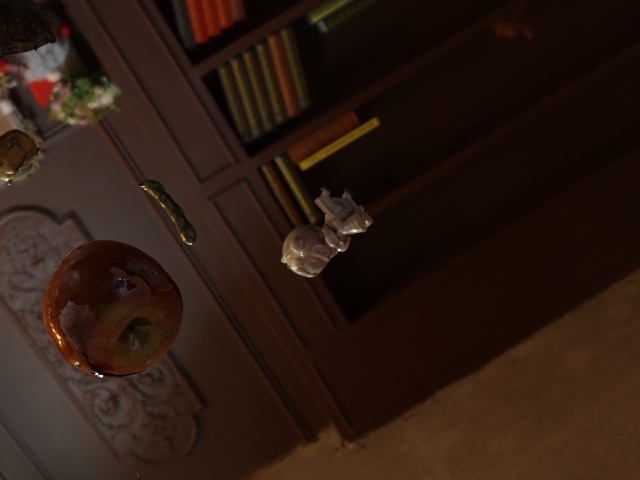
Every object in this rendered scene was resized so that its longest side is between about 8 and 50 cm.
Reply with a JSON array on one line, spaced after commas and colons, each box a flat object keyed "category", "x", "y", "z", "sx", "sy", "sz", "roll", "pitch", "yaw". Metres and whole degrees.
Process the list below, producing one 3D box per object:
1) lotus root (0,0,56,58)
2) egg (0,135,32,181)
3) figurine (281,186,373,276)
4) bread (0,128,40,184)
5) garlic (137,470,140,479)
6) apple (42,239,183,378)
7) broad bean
[{"category": "lotus root", "x": -0.560, "y": -0.394, "z": 1.450, "sx": 0.167, "sy": 0.078, "sz": 0.329, "roll": -21, "pitch": -146, "yaw": -21}, {"category": "egg", "x": -0.817, "y": -0.210, "z": 2.136, "sx": 0.114, "sy": 0.152, "sz": 0.114, "roll": -24, "pitch": -122, "yaw": 45}, {"category": "figurine", "x": -0.008, "y": -0.007, "z": 2.016, "sx": 0.257, "sy": 0.144, "sz": 0.182, "roll": -46, "pitch": 179, "yaw": 25}, {"category": "bread", "x": -0.542, "y": -0.152, "z": 1.448, "sx": 0.053, "sy": 0.072, "sz": 0.106, "roll": -52, "pitch": -173, "yaw": 35}, {"category": "garlic", "x": -0.502, "y": 0.664, "z": 1.919, "sx": 0.256, "sy": 0.207, "sz": 0.207, "roll": -33, "pitch": -165, "yaw": -9}, {"category": "apple", "x": -0.397, "y": 0.130, "z": 1.576, "sx": 0.206, "sy": 0.272, "sz": 0.252, "roll": 33, "pitch": -93, "yaw": 36}, {"category": "broad bean", "x": -0.398, "y": -0.083, "z": 2.195, "sx": 0.052, "sy": 0.256, "sz": 0.052, "roll": -42, "pitch": 156, "yaw": -2}]
